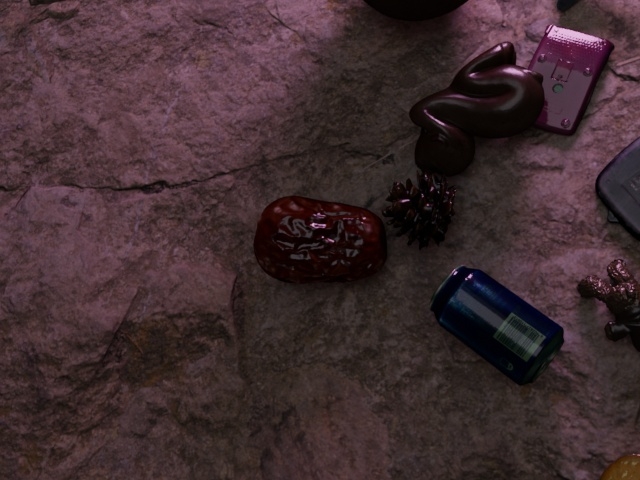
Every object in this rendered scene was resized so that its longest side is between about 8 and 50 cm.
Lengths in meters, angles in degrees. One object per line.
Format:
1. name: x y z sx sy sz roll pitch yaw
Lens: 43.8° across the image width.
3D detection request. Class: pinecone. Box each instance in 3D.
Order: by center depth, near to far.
1. pinecone: 0.169 -0.053 1.358 0.121 0.140 0.140 18 80 4

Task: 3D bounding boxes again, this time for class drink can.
1. drink can: 0.282 0.133 1.283 0.205 0.118 0.118 39 88 22

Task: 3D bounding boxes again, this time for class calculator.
1. calculator: 0.587 -0.111 1.311 0.268 0.040 0.177 -38 66 8
2. calculator: 0.425 -0.285 1.408 0.127 0.034 0.190 23 83 20

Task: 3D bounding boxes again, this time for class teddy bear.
1. teddy bear: 0.489 0.102 1.253 0.119 0.078 0.160 -33 67 1

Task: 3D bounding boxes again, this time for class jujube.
1. jujube: 0.000 0.000 1.389 0.230 0.155 0.155 1 75 10

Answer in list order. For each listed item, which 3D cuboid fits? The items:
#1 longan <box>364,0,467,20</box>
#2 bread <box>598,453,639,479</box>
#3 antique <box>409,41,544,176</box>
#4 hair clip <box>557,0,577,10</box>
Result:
1. longan: 0.171 -0.538 1.414 0.298 0.297 0.297 -4 73 15
2. bread: 0.470 0.411 1.183 0.187 0.065 0.149 -48 57 2
3. antique: 0.268 -0.211 1.379 0.257 0.121 0.143 -36 63 7
4. hair clip: 0.541 -0.483 1.379 0.275 0.048 0.083 -13 67 34
